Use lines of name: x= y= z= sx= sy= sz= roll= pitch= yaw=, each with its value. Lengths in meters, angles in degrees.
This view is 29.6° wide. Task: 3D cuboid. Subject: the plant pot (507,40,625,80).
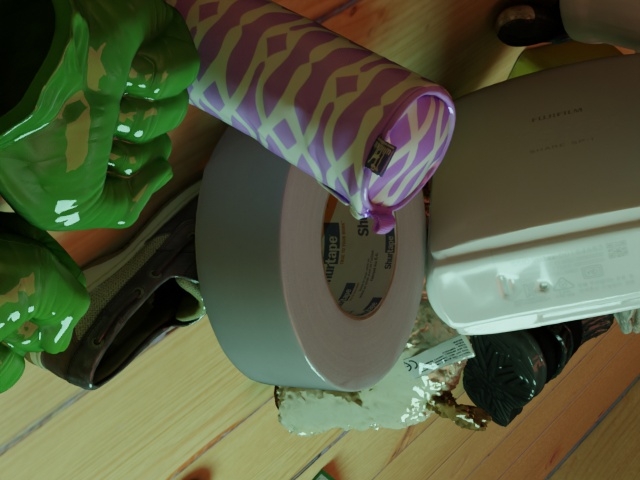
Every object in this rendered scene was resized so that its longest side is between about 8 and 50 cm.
plant pot: x=0.301 y=-0.087 z=1.358 sx=0.212 sy=0.187 sz=0.212 roll=-22 pitch=142 yaw=-52

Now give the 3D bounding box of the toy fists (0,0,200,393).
toy fists: x=-0.163 y=-0.016 z=0.651 sx=0.279 sy=0.096 sz=0.142 roll=-58 pitch=159 yaw=8

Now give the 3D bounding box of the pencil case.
pencil case: x=-0.020 y=-0.085 z=0.695 sx=0.086 sy=0.206 sz=0.088 roll=-8 pitch=125 yaw=-53

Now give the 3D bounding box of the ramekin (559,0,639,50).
ramekin: x=0.350 y=-0.302 z=1.148 sx=0.277 sy=0.135 sz=0.277 roll=-45 pitch=149 yaw=-36

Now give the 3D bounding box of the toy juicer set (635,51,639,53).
toy juicer set: x=0.360 y=-0.073 z=1.509 sx=0.089 sy=0.209 sz=0.329 roll=-6 pitch=140 yaw=-11

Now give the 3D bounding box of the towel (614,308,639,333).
towel: x=0.466 y=0.022 z=1.882 sx=0.049 sy=0.187 sz=0.282 roll=-17 pitch=151 yaw=-1

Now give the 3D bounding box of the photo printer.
photo printer: x=0.222 y=-0.059 z=1.067 sx=0.307 sy=0.256 sz=0.107 roll=-78 pitch=153 yaw=-56

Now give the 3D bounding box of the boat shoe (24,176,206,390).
boat shoe: x=-0.107 y=0.029 z=0.859 sx=0.223 sy=0.073 sz=0.080 roll=-39 pitch=153 yaw=-33

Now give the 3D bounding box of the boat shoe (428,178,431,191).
boat shoe: x=0.140 y=-0.036 z=1.300 sx=0.050 sy=0.045 sz=0.135 roll=-52 pitch=155 yaw=-23

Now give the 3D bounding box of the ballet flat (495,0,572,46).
ballet flat: x=0.215 y=-0.221 z=1.197 sx=0.057 sy=0.049 sz=0.173 roll=-16 pitch=179 yaw=33

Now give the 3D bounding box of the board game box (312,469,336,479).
board game box: x=-0.072 y=0.468 z=1.619 sx=0.317 sy=0.046 sz=0.213 roll=-47 pitch=158 yaw=-16

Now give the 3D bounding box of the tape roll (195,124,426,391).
tape roll: x=0.000 y=0.000 z=0.892 sx=0.219 sy=0.072 sz=0.219 roll=2 pitch=88 yaw=-60

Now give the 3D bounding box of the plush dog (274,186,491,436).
plush dog: x=0.089 y=0.074 z=1.210 sx=0.225 sy=0.211 sz=0.262 roll=-64 pitch=173 yaw=-51

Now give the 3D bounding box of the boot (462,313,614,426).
boot: x=0.344 y=0.131 z=1.836 sx=0.260 sy=0.131 sz=0.348 roll=-41 pitch=166 yaw=-14
